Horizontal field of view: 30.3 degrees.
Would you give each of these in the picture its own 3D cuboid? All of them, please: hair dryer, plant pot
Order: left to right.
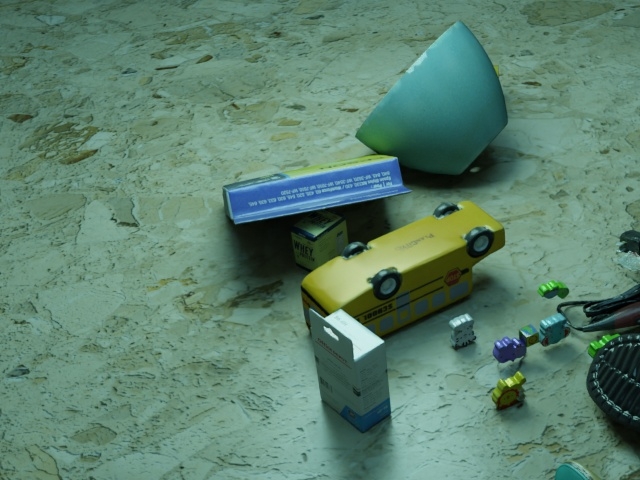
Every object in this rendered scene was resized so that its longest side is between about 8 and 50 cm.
[{"bbox_3d":[0.232,-0.235,2.198,0.195,0.290,0.290,43,50,2],"label":"plant pot"},{"bbox_3d":[0.540,0.109,1.831,0.293,0.080,0.223,23,61,42],"label":"hair dryer"}]

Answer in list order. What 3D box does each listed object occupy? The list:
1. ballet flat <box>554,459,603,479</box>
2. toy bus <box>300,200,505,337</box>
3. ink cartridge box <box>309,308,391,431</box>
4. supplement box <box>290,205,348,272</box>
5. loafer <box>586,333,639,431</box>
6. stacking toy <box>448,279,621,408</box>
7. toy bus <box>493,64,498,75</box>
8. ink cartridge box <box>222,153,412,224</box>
[{"bbox_3d":[0.376,0.372,1.494,0.073,0.080,0.232,9,31,-27],"label":"ballet flat"},{"bbox_3d":[0.137,0.056,1.898,0.332,0.130,0.108,-23,38,-21],"label":"toy bus"},{"bbox_3d":[0.044,0.175,1.709,0.060,0.180,0.104,-29,42,-27],"label":"ink cartridge box"},{"bbox_3d":[0.000,0.000,2.037,0.056,0.083,0.083,24,46,36],"label":"supplement box"},{"bbox_3d":[0.523,0.243,1.612,0.366,0.130,0.134,26,81,49],"label":"loafer"},{"bbox_3d":[0.323,0.153,1.796,0.221,0.052,0.167,-21,40,-13],"label":"stacking toy"},{"bbox_3d":[0.271,-0.304,2.389,0.202,0.104,0.191,-29,41,-28],"label":"toy bus"},{"bbox_3d":[-0.018,-0.094,2.072,0.303,0.072,0.307,-11,4,-7],"label":"ink cartridge box"}]
